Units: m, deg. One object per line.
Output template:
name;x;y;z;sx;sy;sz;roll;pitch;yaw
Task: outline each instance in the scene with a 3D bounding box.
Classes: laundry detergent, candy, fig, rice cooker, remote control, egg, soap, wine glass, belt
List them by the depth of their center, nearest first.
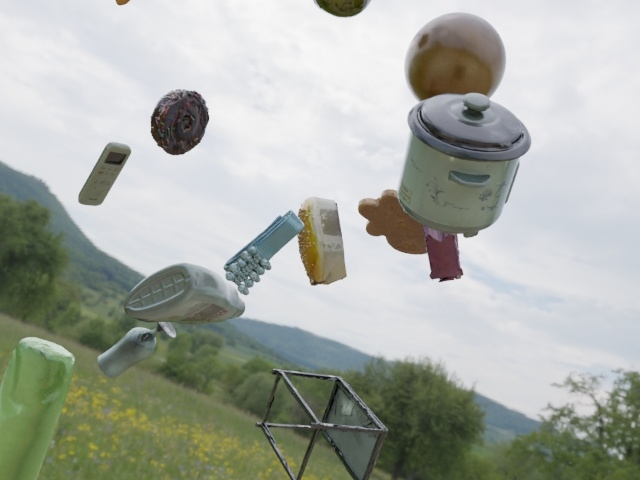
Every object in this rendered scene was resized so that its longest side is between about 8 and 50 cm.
belt;-0.107;0.015;1.237;0.065;0.179;0.100;47;-1;-18
candy;-0.648;0.389;1.403;0.132;0.343;0.142;19;0;-33
rice cooker;0.305;-0.179;1.403;0.264;0.316;0.316;7;-14;0
egg;0.385;-0.507;1.861;0.283;0.282;0.351;22;-3;-7
fig;0.056;-0.736;1.875;0.181;0.181;0.191;30;-18;-34
laundry detergent;-0.366;0.182;1.918;0.264;0.124;0.398;-26;-21;16
wine glass;-0.569;0.327;1.983;0.103;0.231;0.103;53;0;0
soap;0.381;-0.002;2.047;0.112;0.289;0.182;-11;-27;15
remote control;-0.722;-0.220;2.141;0.090;0.038;0.309;8;-40;-40

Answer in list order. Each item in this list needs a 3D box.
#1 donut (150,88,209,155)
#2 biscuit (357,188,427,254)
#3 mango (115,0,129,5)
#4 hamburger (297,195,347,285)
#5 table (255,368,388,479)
donut;-0.474;-0.401;2.142;0.089;0.235;0.235;27;-10;25
biscuit;0.302;-0.064;2.379;0.355;0.052;0.275;36;-40;-30
mango;-0.578;-0.731;1.887;0.060;0.089;0.046;44;30;8
hamburger;0.000;0.000;2.036;0.151;0.295;0.227;-6;-37;0
table;-0.008;0.599;2.054;0.272;0.222;0.335;13;12;-28
